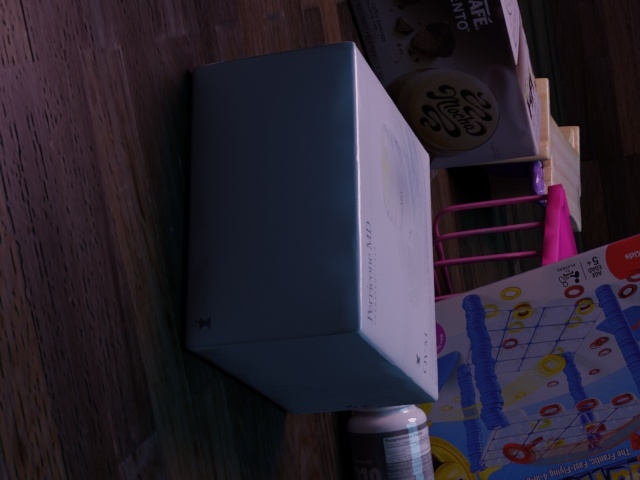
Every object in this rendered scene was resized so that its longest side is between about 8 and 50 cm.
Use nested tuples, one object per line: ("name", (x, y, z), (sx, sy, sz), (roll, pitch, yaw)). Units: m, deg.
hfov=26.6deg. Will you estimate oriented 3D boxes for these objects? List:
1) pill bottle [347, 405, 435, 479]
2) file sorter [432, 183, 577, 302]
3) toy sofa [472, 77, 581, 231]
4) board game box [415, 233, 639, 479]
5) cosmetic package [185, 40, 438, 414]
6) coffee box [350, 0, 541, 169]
("pill bottle", (0.067, 0.201, 1.291), (0.078, 0.078, 0.137), (-15, 97, -73))
("file sorter", (0.221, 0.100, 1.650), (0.290, 0.182, 0.202), (-71, 148, -56))
("toy sofa", (0.294, -0.115, 2.027), (0.362, 0.150, 0.177), (19, 70, -71))
("board game box", (0.247, 0.183, 1.394), (0.086, 0.308, 0.302), (29, 43, -70))
("cosmetic package", (0.000, 0.000, 1.059), (0.225, 0.138, 0.224), (43, 43, -63))
("coffee box", (0.145, -0.235, 1.562), (0.119, 0.168, 0.297), (-78, 155, -47))
